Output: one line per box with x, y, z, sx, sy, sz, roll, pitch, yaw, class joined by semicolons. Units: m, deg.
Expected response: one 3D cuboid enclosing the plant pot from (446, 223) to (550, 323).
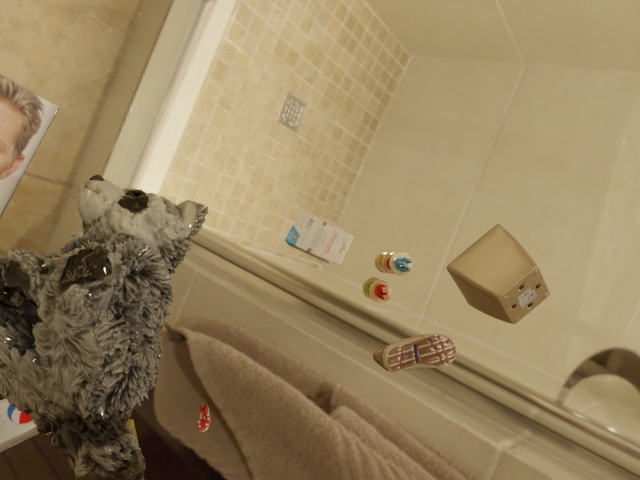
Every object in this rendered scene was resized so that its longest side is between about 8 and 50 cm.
0.280;0.061;0.731;0.109;0.096;0.109;-40;124;-1;plant pot

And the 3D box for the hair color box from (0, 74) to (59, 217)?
-0.569;-0.097;0.721;0.174;0.105;0.347;30;77;-40;hair color box

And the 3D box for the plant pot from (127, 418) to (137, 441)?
-0.358;0.367;0.812;0.081;0.083;0.081;-3;131;-16;plant pot

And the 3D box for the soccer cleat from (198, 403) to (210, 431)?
-0.266;0.415;1.103;0.029;0.083;0.035;-14;113;-10;soccer cleat

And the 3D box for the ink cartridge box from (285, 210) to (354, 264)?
0.000;0.000;1.416;0.104;0.180;0.060;-62;168;-11;ink cartridge box

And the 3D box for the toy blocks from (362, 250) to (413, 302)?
0.153;0.082;1.057;0.054;0.148;0.123;25;85;-11;toy blocks

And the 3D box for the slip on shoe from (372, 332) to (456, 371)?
0.140;0.166;0.706;0.136;0.041;0.051;-5;85;-29;slip on shoe

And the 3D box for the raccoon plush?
-0.271;0.135;0.666;0.299;0.216;0.446;-39;129;-66;raccoon plush

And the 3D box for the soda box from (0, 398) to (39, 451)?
-0.540;0.314;0.804;0.216;0.069;0.074;-18;160;-48;soda box
